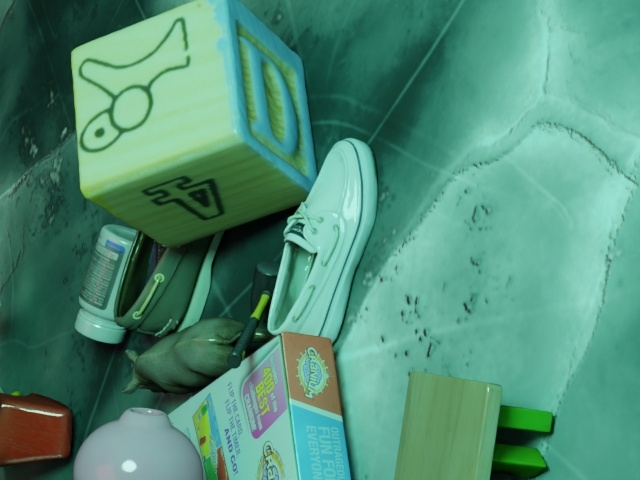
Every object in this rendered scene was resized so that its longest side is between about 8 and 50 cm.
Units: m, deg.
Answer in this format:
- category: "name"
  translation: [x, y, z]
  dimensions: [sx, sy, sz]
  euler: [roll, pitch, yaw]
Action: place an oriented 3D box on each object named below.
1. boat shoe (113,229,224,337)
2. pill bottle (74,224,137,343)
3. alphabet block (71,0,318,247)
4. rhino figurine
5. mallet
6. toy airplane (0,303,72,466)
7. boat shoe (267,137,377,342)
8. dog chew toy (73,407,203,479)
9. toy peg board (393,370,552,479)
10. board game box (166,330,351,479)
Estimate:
- category: "boat shoe"
  translation: [-0.170, -0.032, 1.808]
  dimensions: [0.109, 0.091, 0.305]
  euler: [20, 97, 53]
- category: "pill bottle"
  translation: [-0.259, 0.056, 1.915]
  dimensions: [0.078, 0.078, 0.137]
  euler: [34, 108, 52]
- category: "alphabet block"
  translation: [-0.136, -0.127, 1.654]
  dimensions: [0.197, 0.193, 0.192]
  euler: [-17, 63, 21]
- category: "rhino figurine"
  translation: [-0.150, 0.139, 1.721]
  dimensions: [0.243, 0.106, 0.073]
  euler: [-22, 63, 48]
- category: "mallet"
  translation: [-0.068, 0.075, 1.597]
  dimensions: [0.190, 0.039, 0.062]
  euler: [-60, -21, -72]
- category: "toy airplane"
  translation: [-0.546, 0.247, 2.086]
  dimensions: [0.384, 0.272, 0.386]
  euler: [47, 107, 12]
- category: "boat shoe"
  translation: [0.000, 0.000, 1.586]
  dimensions: [0.083, 0.075, 0.226]
  euler: [5, 84, 53]
- category: "dog chew toy"
  translation: [-0.198, 0.334, 1.525]
  dimensions: [0.206, 0.206, 0.332]
  euler: [12, 95, 54]
- category: "toy peg board"
  translation: [0.136, 0.207, 1.364]
  dimensions: [0.160, 0.079, 0.161]
  euler: [177, 103, -69]
- category: "board game box"
  translation: [-0.084, 0.268, 1.615]
  dimensions: [0.316, 0.064, 0.242]
  euler: [-37, 53, 47]
